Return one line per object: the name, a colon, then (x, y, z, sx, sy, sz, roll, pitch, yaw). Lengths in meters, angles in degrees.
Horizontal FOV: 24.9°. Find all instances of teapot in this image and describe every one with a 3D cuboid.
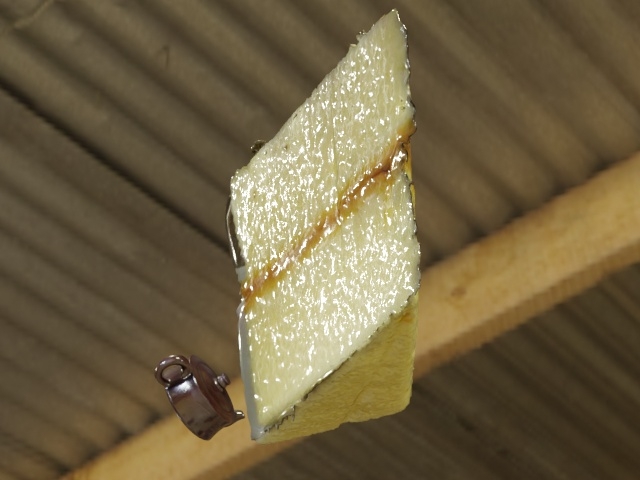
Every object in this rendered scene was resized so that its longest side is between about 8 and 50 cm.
teapot: (-0.094, 0.120, 1.160, 0.045, 0.068, 0.100, -34, -49, 7)

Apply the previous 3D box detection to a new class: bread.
bread: (0.000, 0.000, 1.624, 0.242, 0.345, 0.405, -8, -21, 1)
